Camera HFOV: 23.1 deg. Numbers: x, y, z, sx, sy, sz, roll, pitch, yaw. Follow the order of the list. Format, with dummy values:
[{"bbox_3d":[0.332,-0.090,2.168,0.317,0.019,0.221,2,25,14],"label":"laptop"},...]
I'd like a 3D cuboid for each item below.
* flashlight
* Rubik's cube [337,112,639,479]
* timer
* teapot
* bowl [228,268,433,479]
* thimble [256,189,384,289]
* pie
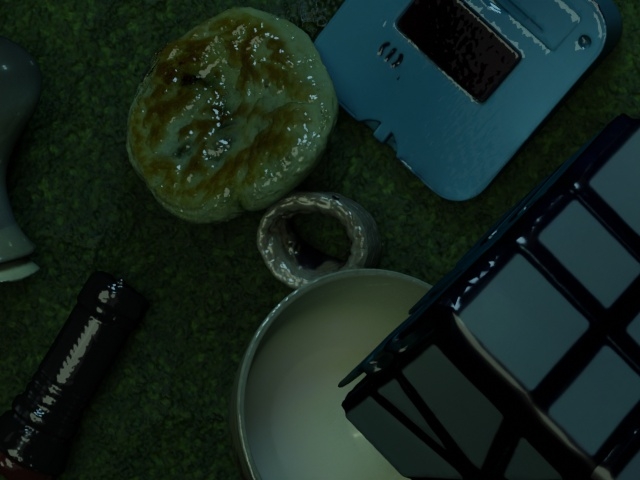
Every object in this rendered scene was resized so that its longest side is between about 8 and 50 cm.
[{"bbox_3d":[-0.261,0.140,1.612,0.093,0.093,0.232,30,90,11],"label":"flashlight"},{"bbox_3d":[0.226,0.113,1.343,0.293,0.288,0.283,43,65,3],"label":"Rubik's cube"},{"bbox_3d":[0.141,-0.193,1.550,0.232,0.091,0.250,44,109,9],"label":"timer"},{"bbox_3d":[-0.362,-0.081,1.600,0.183,0.183,0.251,-8,100,12],"label":"teapot"},{"bbox_3d":[0.031,0.173,1.490,0.277,0.145,0.277,5,76,-19],"label":"bowl"},{"bbox_3d":[0.000,0.000,1.554,0.115,0.090,0.102,39,100,8],"label":"thimble"},{"bbox_3d":[-0.090,-0.125,1.556,0.240,0.054,0.240,-11,64,22],"label":"pie"}]
